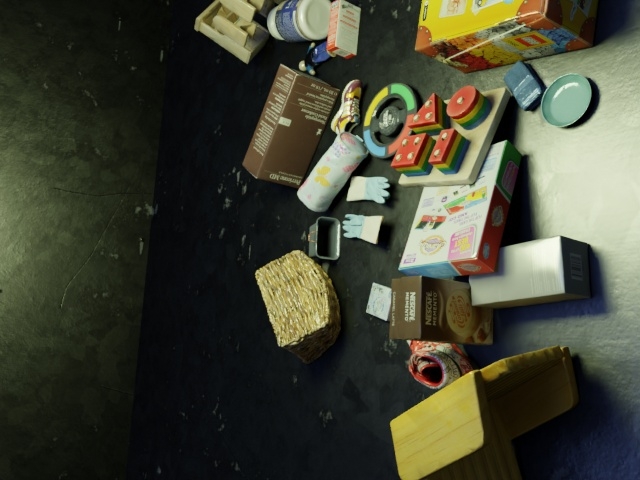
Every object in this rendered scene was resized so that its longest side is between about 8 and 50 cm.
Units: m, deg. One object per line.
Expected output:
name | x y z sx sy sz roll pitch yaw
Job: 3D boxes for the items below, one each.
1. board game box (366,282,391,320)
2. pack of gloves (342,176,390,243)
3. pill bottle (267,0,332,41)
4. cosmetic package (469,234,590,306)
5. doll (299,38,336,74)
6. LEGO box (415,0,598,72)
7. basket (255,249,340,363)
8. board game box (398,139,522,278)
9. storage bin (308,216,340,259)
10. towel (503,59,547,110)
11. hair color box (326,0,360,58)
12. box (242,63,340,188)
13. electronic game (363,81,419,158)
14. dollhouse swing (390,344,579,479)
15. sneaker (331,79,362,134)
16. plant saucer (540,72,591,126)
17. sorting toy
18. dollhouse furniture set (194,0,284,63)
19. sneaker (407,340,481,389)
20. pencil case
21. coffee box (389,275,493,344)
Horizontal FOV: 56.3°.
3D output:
board game box | 0.175 0.174 1.706 0.090 0.020 0.090 18 96 54
pack of gloves | 0.146 -0.093 1.805 0.232 0.046 0.194 14 93 64
pill bottle | -0.076 -0.798 2.167 0.265 0.153 0.153 20 98 53
cosmetic package | 0.446 0.075 1.298 0.238 0.107 0.127 -16 68 54
doll | -0.018 -0.653 2.144 0.189 0.046 0.128 -11 72 52
LEGO box | 0.448 -0.689 1.398 0.373 0.193 0.499 7 88 54
basket | -0.042 0.205 1.917 0.214 0.223 0.299 -28 57 8
board game box | 0.330 -0.066 1.423 0.242 0.064 0.316 -12 51 53
storage bin | 0.000 0.000 1.931 0.091 0.098 0.135 -22 64 61
towel | 0.482 -0.364 1.413 0.067 0.029 0.119 -46 48 37
hair color box | 0.077 -0.702 1.988 0.053 0.093 0.167 -1 80 53
box | -0.106 -0.389 2.077 0.143 0.191 0.381 46 119 48
electronic game | 0.205 -0.353 1.769 0.229 0.048 0.229 -18 67 50
dollhouse swing | 0.361 0.416 1.133 0.315 0.347 0.304 -46 57 37
sneaker | 0.103 -0.417 1.915 0.084 0.070 0.185 43 123 39
plant saucer | 0.545 -0.307 1.321 0.119 0.021 0.119 -16 70 51
sorting toy | 0.307 -0.268 1.494 0.257 0.089 0.255 4 66 59
dollhouse furniture set | -0.304 -0.920 2.295 0.362 0.257 0.394 -58 3 -29
sneaker | 0.258 0.271 1.464 0.270 0.145 0.090 42 115 50
pencil case | 0.040 -0.214 1.905 0.113 0.124 0.273 48 125 16
coffee box | 0.281 0.165 1.372 0.098 0.247 0.141 -11 74 52
